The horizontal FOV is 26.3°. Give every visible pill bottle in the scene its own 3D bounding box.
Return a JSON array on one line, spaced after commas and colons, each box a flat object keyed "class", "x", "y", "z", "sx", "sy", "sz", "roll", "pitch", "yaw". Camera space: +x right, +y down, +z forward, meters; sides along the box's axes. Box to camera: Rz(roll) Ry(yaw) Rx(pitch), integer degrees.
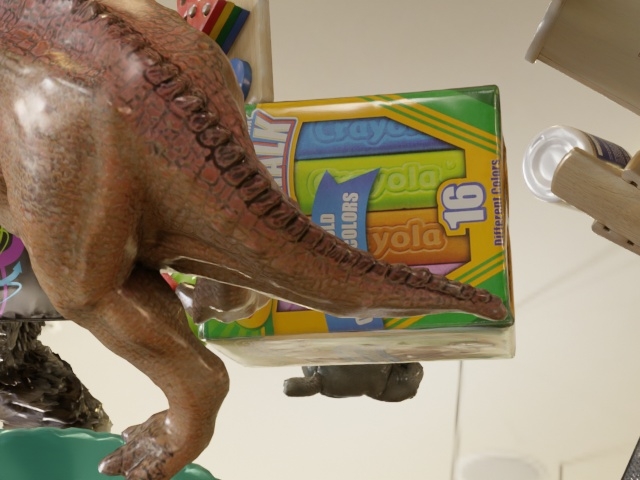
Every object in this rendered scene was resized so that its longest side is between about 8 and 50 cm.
[{"class": "pill bottle", "x": 0.327, "y": -0.079, "z": 1.660, "sx": 0.094, "sy": 0.094, "sz": 0.169, "roll": -22, "pitch": -21, "yaw": 36}]

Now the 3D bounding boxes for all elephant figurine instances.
[{"class": "elephant figurine", "x": 0.060, "y": 0.069, "z": 1.696, "sx": 0.169, "sy": 0.186, "sz": 0.240, "roll": 10, "pitch": -78, "yaw": 1}]

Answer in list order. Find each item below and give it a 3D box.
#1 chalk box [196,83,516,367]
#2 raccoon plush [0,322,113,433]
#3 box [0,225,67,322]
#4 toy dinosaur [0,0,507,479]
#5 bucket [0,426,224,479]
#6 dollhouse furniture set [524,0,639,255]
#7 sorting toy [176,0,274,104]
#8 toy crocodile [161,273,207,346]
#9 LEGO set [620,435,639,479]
[{"class": "chalk box", "x": 0.000, "y": 0.000, "z": 1.043, "sx": 0.288, "sy": 0.179, "sz": 0.180, "roll": -4, "pitch": -12, "yaw": 9}, {"class": "raccoon plush", "x": -0.307, "y": -0.027, "z": 1.157, "sx": 0.216, "sy": 0.299, "sz": 0.446, "roll": 1, "pitch": -31, "yaw": 12}, {"class": "box", "x": -0.181, "y": -0.028, "z": 0.870, "sx": 0.029, "sy": 0.162, "sz": 0.116, "roll": -4, "pitch": -5, "yaw": 39}, {"class": "toy dinosaur", "x": -0.085, "y": -0.050, "z": 0.437, "sx": 0.295, "sy": 0.127, "sz": 0.200, "roll": 25, "pitch": -50, "yaw": 26}, {"class": "bucket", "x": -0.130, "y": 0.202, "z": 0.542, "sx": 0.281, "sy": 0.281, "sz": 0.183, "roll": 23, "pitch": -23, "yaw": -19}, {"class": "dollhouse furniture set", "x": 0.338, "y": -0.197, "z": 1.310, "sx": 0.198, "sy": 0.303, "sz": 0.286, "roll": 32, "pitch": -51, "yaw": 11}, {"class": "sorting toy", "x": -0.097, "y": -0.149, "z": 1.137, "sx": 0.046, "sy": 0.275, "sz": 0.132, "roll": 19, "pitch": -37, "yaw": -33}, {"class": "toy crocodile", "x": -0.217, "y": 0.042, "z": 1.604, "sx": 0.340, "sy": 0.115, "sz": 0.105, "roll": 38, "pitch": -11, "yaw": 47}, {"class": "LEGO set", "x": 0.374, "y": 0.316, "z": 1.245, "sx": 0.255, "sy": 0.331, "sz": 0.192, "roll": -18, "pitch": -63, "yaw": 37}]
